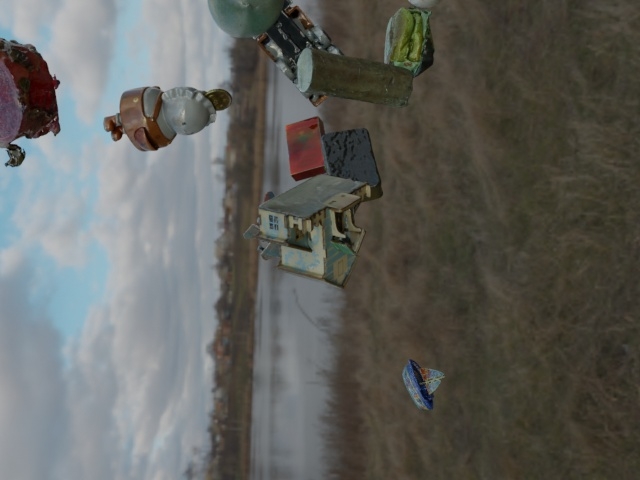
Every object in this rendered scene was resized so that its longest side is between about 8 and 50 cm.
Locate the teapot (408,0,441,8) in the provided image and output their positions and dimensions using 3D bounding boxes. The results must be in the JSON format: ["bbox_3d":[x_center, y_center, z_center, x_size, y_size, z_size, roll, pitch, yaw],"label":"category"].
[{"bbox_3d":[0.283,-0.641,1.834,0.208,0.166,0.300,-48,6,42],"label":"teapot"}]

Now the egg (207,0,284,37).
[{"bbox_3d":[-0.164,-0.536,1.683,0.236,0.169,0.169,152,120,-80],"label":"egg"}]

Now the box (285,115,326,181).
[{"bbox_3d":[-0.039,-0.268,2.244,0.048,0.112,0.175,47,-147,-60],"label":"box"}]

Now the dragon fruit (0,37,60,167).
[{"bbox_3d":[-0.631,-0.305,1.584,0.147,0.211,0.282,-42,-51,-49],"label":"dragon fruit"}]

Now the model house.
[{"bbox_3d":[0.000,0.000,1.593,0.271,0.178,0.207,-34,-49,-52],"label":"model house"}]

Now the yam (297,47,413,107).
[{"bbox_3d":[0.076,-0.328,1.570,0.093,0.259,0.093,-12,76,61],"label":"yam"}]

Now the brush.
[{"bbox_3d":[0.075,-0.183,1.873,0.059,0.123,0.197,83,176,-59],"label":"brush"}]

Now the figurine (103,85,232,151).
[{"bbox_3d":[-0.315,-0.266,1.590,0.143,0.271,0.143,-25,-90,-85],"label":"figurine"}]

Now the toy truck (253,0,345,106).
[{"bbox_3d":[-0.095,-0.591,2.237,0.387,0.173,0.207,46,-173,-21],"label":"toy truck"}]

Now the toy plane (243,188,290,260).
[{"bbox_3d":[-0.044,-0.021,2.119,0.223,0.326,0.104,-60,37,15],"label":"toy plane"}]

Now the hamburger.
[{"bbox_3d":[0.259,-0.594,2.255,0.235,0.125,0.214,134,136,-74],"label":"hamburger"}]

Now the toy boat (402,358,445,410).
[{"bbox_3d":[0.289,0.381,2.094,0.175,0.110,0.091,57,-156,-26],"label":"toy boat"}]
